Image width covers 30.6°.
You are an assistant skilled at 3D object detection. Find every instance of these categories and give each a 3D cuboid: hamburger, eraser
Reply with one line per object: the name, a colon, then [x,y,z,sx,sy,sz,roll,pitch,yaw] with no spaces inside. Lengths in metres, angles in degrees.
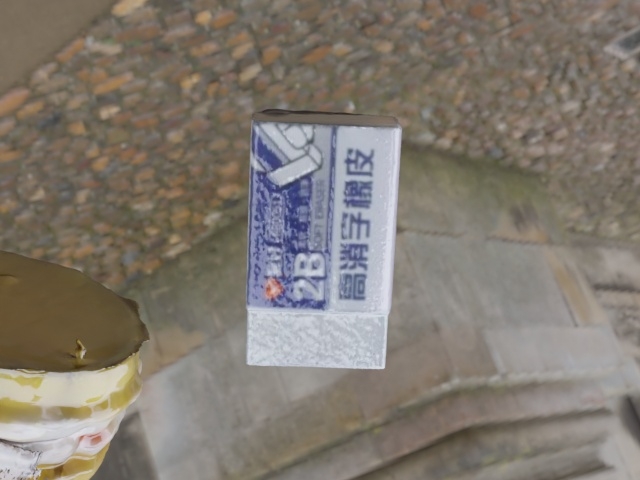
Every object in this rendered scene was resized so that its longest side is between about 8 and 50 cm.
hamburger: [-0.317,0.153,1.129,0.276,0.276,0.236,-1,117,-46]
eraser: [0.000,0.000,0.979,0.125,0.210,0.068,2,-166,-4]
